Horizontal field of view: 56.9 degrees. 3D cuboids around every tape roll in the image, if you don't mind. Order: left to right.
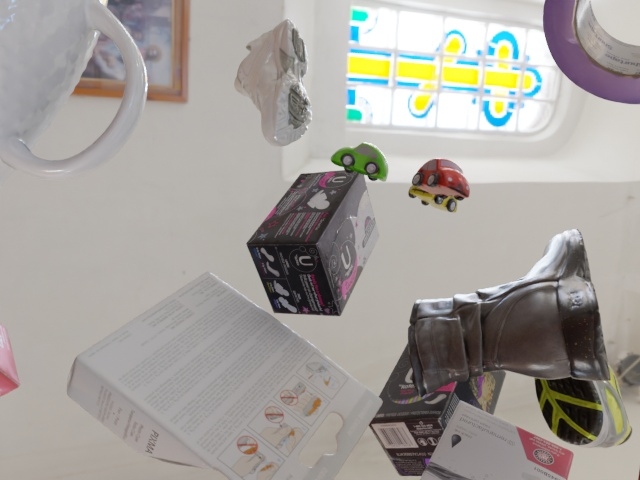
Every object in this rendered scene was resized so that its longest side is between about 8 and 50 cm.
[{"bbox_3d":[0.328,-0.239,0.590,0.188,0.080,0.189,20,-44,21],"label":"tape roll"}]

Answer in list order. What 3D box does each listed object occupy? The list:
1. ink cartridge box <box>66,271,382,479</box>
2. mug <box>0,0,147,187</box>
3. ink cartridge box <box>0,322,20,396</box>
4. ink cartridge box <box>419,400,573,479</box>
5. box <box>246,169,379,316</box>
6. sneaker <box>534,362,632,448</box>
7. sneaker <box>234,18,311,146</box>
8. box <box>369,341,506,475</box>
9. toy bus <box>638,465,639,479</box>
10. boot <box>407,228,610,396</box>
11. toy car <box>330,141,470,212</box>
[{"bbox_3d":[-0.131,0.237,0.910,0.385,0.308,0.091,34,-57,12],"label":"ink cartridge box"},{"bbox_3d":[-0.381,-0.226,0.699,0.328,0.374,0.276,-54,178,-6],"label":"mug"},{"bbox_3d":[-0.727,0.164,0.953,0.160,0.279,0.385,56,-14,36],"label":"ink cartridge box"},{"bbox_3d":[0.197,0.324,0.715,0.158,0.218,0.092,21,-50,23],"label":"ink cartridge box"},{"bbox_3d":[0.000,0.000,1.087,0.142,0.247,0.164,-1,-55,27],"label":"box"},{"bbox_3d":[0.479,0.226,1.159,0.145,0.147,0.385,-41,-145,38],"label":"sneaker"},{"bbox_3d":[-0.080,-0.231,0.917,0.090,0.115,0.232,49,35,-49],"label":"sneaker"},{"bbox_3d":[0.231,0.301,1.142,0.165,0.270,0.143,-17,-69,37],"label":"box"},{"bbox_3d":[0.547,0.468,0.929,0.202,0.104,0.191,-52,-127,6],"label":"toy bus"},{"bbox_3d":[0.229,0.077,0.756,0.222,0.338,0.118,-11,-81,23],"label":"boot"},{"bbox_3d":[0.127,-0.112,0.948,0.239,0.224,0.053,29,82,-81],"label":"toy car"}]
